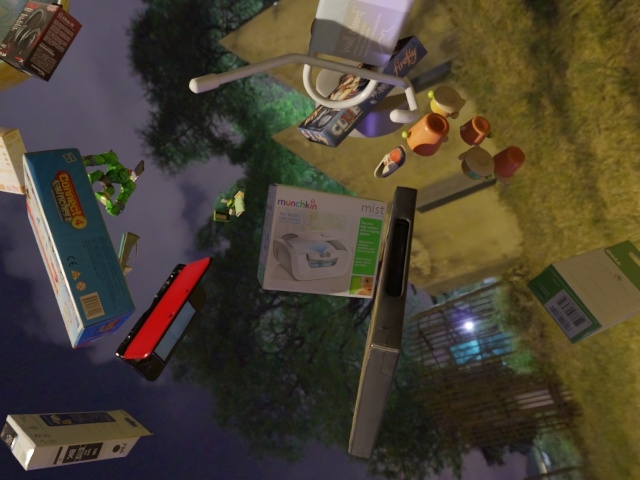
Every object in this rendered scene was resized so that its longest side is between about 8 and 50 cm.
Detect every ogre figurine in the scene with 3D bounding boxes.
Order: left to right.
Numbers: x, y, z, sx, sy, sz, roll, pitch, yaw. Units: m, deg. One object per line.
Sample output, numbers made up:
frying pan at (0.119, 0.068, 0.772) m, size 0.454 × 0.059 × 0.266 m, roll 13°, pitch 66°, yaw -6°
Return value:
ogre figurine at (-0.616, -0.180, 1.323) m, size 0.197 × 0.097 × 0.118 m, roll 54°, pitch -129°, yaw -23°

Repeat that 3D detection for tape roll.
tape roll at (0.098, -0.333, 1.053) m, size 0.072 × 0.219 × 0.219 m, roll 93°, pitch 177°, yaw -49°

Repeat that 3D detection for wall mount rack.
wall mount rack at (0.013, -0.270, 0.528) m, size 0.350 × 0.304 × 0.130 m, roll 113°, pitch 160°, yaw -52°

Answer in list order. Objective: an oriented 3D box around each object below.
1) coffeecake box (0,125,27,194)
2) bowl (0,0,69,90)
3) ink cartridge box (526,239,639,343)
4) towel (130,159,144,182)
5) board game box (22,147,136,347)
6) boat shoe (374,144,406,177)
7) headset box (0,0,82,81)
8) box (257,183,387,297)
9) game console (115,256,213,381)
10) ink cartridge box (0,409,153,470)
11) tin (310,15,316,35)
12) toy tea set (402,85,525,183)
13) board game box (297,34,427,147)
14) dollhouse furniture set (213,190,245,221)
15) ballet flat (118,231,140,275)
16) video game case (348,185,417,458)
coffeecake box at (-0.946, -0.240, 1.337) m, size 0.068 × 0.142 × 0.185 m, roll -71°, pitch -12°, yaw -53°
bowl at (-0.485, -0.310, 0.617) m, size 0.156 × 0.289 × 0.289 m, roll 139°, pitch 114°, yaw -70°
ink cartridge box at (0.438, 0.075, 0.705) m, size 0.209 × 0.062 × 0.109 m, roll -12°, pitch -123°, yaw -28°
towel at (-0.624, -0.231, 1.544) m, size 0.009 × 0.083 × 0.060 m, roll 23°, pitch -146°, yaw -43°
board game box at (-0.467, 0.032, 0.863) m, size 0.086 × 0.302 × 0.308 m, roll -18°, pitch -97°, yaw -34°
boat shoe at (0.186, -0.207, 1.206) m, size 0.049 × 0.043 × 0.137 m, roll 67°, pitch 159°, yaw 11°
headset box at (-0.307, -0.223, 0.497) m, size 0.083 × 0.062 × 0.032 m, roll -63°, pitch -27°, yaw -5°
box at (0.000, 0.000, 1.057) m, size 0.127 × 0.262 × 0.231 m, roll -150°, pitch 68°, yaw -73°
game console at (-0.181, 0.105, 0.583) m, size 0.144 × 0.085 × 0.124 m, roll -62°, pitch -30°, yaw -33°
ink cartridge box at (-0.628, 0.515, 1.195) m, size 0.332 × 0.165 × 0.065 m, roll 25°, pitch -98°, yaw -54°
tin at (0.063, -0.506, 1.014) m, size 0.106 × 0.189 × 0.040 m, roll 61°, pitch -165°, yaw 23°
toy tea set at (0.388, -0.254, 1.245) m, size 0.336 × 0.124 × 0.200 m, roll 41°, pitch -116°, yaw 2°
board game box at (0.073, -0.287, 0.880) m, size 0.042 × 0.243 × 0.165 m, roll 44°, pitch 178°, yaw -25°
dollhouse furniture set at (-0.322, -0.116, 1.595) m, size 0.058 × 0.151 × 0.076 m, roll 9°, pitch -115°, yaw -32°
ballet flat at (-0.694, 0.076, 1.610) m, size 0.068 × 0.072 × 0.213 m, roll 20°, pitch -105°, yaw -29°
video game case at (0.083, 0.111, 0.599) m, size 0.275 × 0.035 × 0.248 m, roll 93°, pitch -169°, yaw -45°
